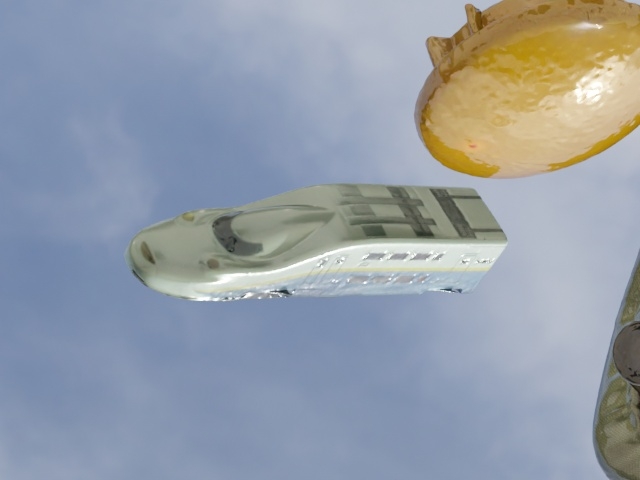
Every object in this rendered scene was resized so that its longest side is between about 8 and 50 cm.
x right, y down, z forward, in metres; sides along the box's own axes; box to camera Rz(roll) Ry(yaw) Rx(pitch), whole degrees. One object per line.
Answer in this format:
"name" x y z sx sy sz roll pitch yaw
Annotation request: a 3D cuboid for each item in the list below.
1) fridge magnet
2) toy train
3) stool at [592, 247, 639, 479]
"fridge magnet" 0.118 -0.084 0.993 0.143 0.143 0.063 -10 -122 -11
"toy train" 0.000 0.000 1.013 0.234 0.051 0.052 1 -133 -41
"stool" 0.397 0.072 1.536 0.310 0.226 0.310 13 -112 14
